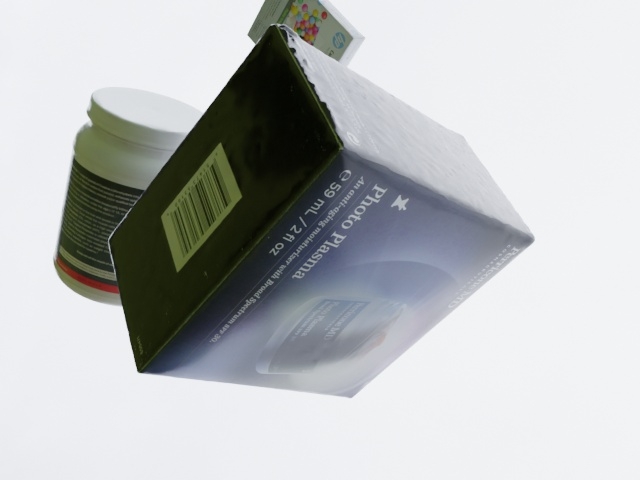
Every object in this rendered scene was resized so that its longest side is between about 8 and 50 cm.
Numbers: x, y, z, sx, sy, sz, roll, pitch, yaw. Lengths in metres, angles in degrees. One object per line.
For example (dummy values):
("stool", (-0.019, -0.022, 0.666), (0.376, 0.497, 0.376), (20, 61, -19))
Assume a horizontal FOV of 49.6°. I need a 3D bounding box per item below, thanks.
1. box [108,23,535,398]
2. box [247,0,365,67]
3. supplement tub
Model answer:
("box", (0.000, 0.000, 0.702), (0.296, 0.293, 0.183), (-46, -131, 26))
("box", (-0.029, -0.339, 1.152), (0.186, 0.038, 0.145), (50, -51, 16))
("supplement tub", (-0.266, -0.060, 0.992), (0.191, 0.191, 0.272), (33, -63, 29))
